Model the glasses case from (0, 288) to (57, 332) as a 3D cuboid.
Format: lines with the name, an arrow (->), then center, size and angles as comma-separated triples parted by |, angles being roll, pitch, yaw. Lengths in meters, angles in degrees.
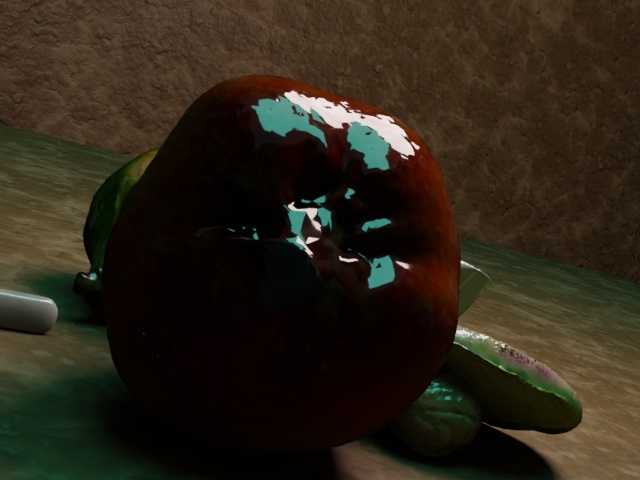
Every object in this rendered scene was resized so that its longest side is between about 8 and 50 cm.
glasses case -> -0.274, 0.061, 0.904 | 0.083, 0.032, 0.021 | 12, 6, -24

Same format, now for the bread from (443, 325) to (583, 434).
bread -> 0.138, 0.125, 0.966 | 0.228, 0.034, 0.228 | 22, -20, 9

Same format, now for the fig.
fig -> -0.170, 0.010, 1.079 | 0.195, 0.195, 0.245 | 19, 41, 15

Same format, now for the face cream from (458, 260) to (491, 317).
face cream -> 0.000, 0.000, 0.997 | 0.314, 0.143, 0.089 | 35, 34, -5

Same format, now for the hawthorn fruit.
hawthorn fruit -> -0.023, 0.019, 0.805 | 0.294, 0.295, 0.311 | 18, 13, 8

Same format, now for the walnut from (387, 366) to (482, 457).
walnut -> 0.098, 0.149, 0.899 | 0.092, 0.092, 0.092 | 16, 8, -2
